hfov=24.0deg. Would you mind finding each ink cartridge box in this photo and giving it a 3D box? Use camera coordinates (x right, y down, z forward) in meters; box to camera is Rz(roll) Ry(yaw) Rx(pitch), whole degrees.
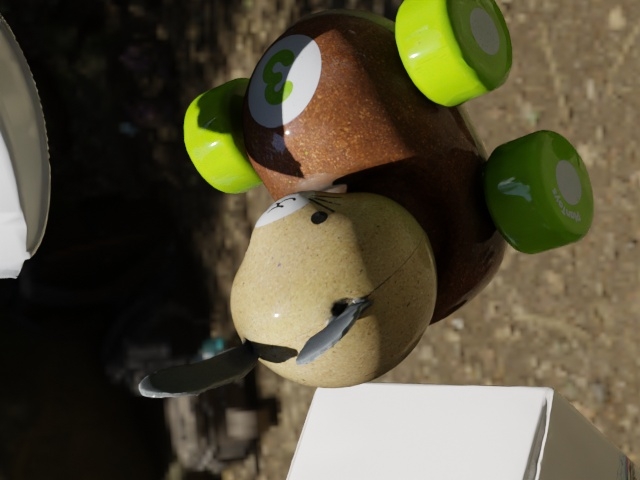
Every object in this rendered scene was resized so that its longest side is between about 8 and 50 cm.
[{"bbox_3d":[0.102,0.207,0.901,0.171,0.232,0.168,-4,58,38],"label":"ink cartridge box"}]

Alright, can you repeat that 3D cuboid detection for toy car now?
[{"bbox_3d":[0.000,0.000,0.626,0.155,0.188,0.149,-20,109,37],"label":"toy car"}]

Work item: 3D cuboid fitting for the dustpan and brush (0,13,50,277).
[{"bbox_3d":[-0.182,-0.092,0.624,0.060,0.147,0.211,-30,-62,-78],"label":"dustpan and brush"}]
